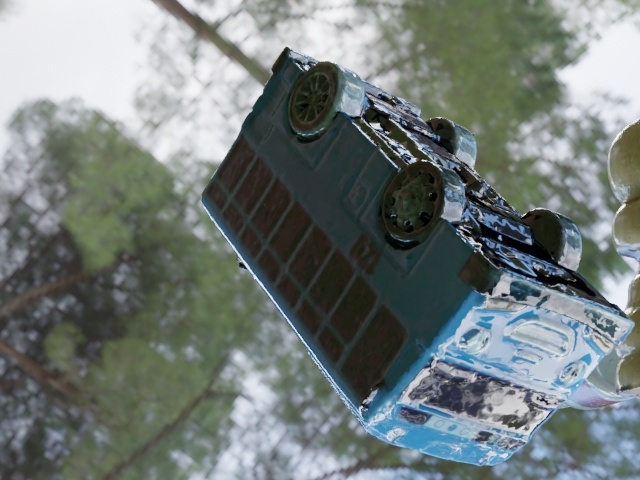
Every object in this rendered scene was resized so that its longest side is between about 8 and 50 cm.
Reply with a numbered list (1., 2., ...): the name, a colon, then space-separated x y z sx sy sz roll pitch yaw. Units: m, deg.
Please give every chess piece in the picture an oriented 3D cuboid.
1. chess piece: 0.324 0.010 1.403 0.143 0.143 0.261 -16 -105 37

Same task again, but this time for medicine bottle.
1. medicine bottle: 0.305 0.149 1.741 0.090 0.090 0.216 -59 -177 -16

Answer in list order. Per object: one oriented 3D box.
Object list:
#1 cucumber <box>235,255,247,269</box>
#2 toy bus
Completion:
1. cucumber: 0.000 0.002 1.100 0.033 0.135 0.034 48 -51 41
2. toy bus: 0.032 0.007 0.628 0.106 0.090 0.184 -56 -140 15
